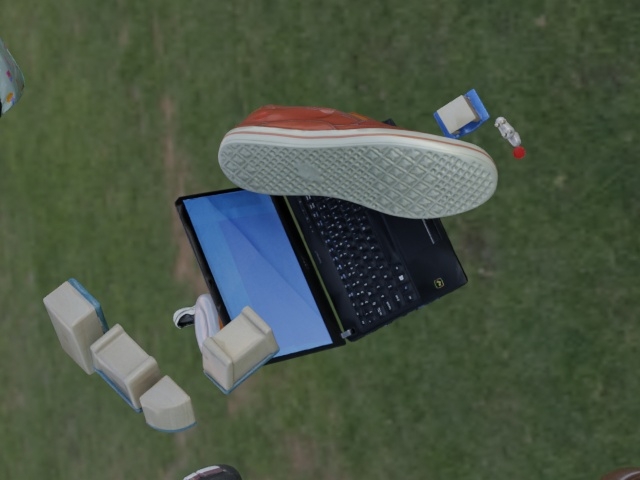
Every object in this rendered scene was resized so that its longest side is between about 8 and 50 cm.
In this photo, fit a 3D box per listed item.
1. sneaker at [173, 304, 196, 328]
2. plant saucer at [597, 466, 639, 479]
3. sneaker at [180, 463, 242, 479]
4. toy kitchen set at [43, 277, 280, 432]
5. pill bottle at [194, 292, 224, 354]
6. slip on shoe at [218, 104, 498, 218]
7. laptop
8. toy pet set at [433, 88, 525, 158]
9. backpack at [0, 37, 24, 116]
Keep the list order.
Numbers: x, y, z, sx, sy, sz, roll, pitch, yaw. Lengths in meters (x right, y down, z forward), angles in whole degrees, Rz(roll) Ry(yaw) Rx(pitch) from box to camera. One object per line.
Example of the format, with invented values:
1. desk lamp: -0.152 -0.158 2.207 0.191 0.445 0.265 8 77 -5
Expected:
1. sneaker: -0.190 0.115 2.175 0.032 0.083 0.037 61 -175 -21
2. plant saucer: 0.373 0.323 1.537 0.029 0.168 0.168 -56 46 50
3. sneaker: -0.207 0.462 2.080 0.162 0.281 0.106 38 152 46
4. toy kitchen set: -0.175 0.109 1.564 0.207 0.166 0.122 42 158 23
5. pill bottle: -0.077 0.102 1.767 0.086 0.152 0.086 174 90 -69
6. slip on shoe: 0.046 -0.103 1.612 0.123 0.331 0.101 77 -151 -42
7. laptop: 0.000 0.000 1.668 0.264 0.136 0.234 -28 73 15
8. toy pet set: 0.187 -0.122 1.749 0.122 0.065 0.114 -31 82 16
9. backpack: -0.437 -0.199 1.727 0.182 0.115 0.152 -113 3 -76
